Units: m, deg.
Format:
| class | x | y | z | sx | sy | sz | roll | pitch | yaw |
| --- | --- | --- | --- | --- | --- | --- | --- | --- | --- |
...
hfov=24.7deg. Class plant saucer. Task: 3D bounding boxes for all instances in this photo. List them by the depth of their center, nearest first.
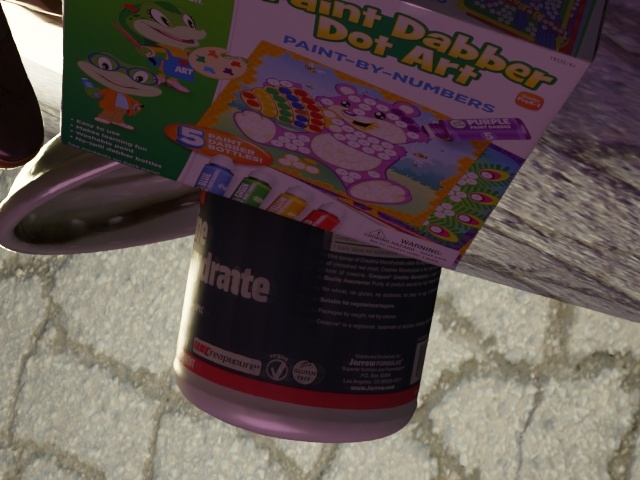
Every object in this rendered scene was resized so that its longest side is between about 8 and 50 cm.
| class | x | y | z | sx | sy | sz | roll | pitch | yaw |
| --- | --- | --- | --- | --- | --- | --- | --- | --- | --- |
| plant saucer | -0.116 | -0.089 | 1.358 | 0.401 | 0.100 | 0.400 | -16 | 172 | -2 |

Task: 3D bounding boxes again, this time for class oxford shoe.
| class | x | y | z | sx | sy | sz | roll | pitch | yaw |
| --- | --- | --- | --- | --- | --- | --- | --- | --- | --- |
| oxford shoe | -0.296 | -0.175 | 1.170 | 0.098 | 0.097 | 0.271 | 4 | 129 | 55 |

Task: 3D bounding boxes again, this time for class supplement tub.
| class | x | y | z | sx | sy | sz | roll | pitch | yaw |
| --- | --- | --- | --- | --- | --- | --- | --- | --- | --- |
| supplement tub | 0.000 | 0.000 | 1.105 | 0.191 | 0.272 | 0.191 | 9 | -171 | -2 |

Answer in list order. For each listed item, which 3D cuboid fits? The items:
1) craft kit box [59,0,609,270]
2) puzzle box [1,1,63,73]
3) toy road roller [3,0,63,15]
| class | x | y | z | sx | sy | sz | roll | pitch | yaw |
| --- | --- | --- | --- | --- | --- | --- | --- | --- | --- |
| craft kit box | -0.010 | -0.088 | 0.762 | 0.250 | 0.061 | 0.246 | 18 | 152 | -2 |
| puzzle box | -0.329 | -0.244 | 1.374 | 0.409 | 0.052 | 0.272 | 24 | 173 | -36 |
| toy road roller | -0.262 | -0.175 | 0.820 | 0.203 | 0.240 | 0.329 | 17 | 174 | 27 |
